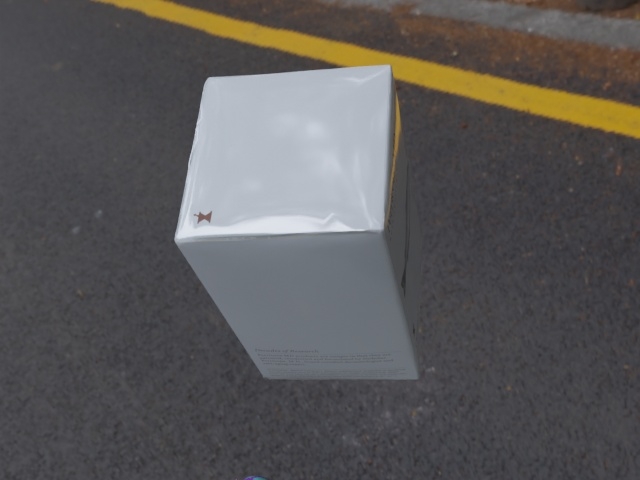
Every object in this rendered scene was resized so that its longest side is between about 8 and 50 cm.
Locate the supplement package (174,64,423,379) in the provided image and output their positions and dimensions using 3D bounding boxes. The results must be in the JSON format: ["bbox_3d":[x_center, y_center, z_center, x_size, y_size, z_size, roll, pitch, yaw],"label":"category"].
[{"bbox_3d":[0.000,0.000,0.491,0.105,0.179,0.105,-1,59,12],"label":"supplement package"}]

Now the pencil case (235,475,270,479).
[{"bbox_3d":[-0.087,0.343,1.080,0.070,0.152,0.064,26,86,2],"label":"pencil case"}]
